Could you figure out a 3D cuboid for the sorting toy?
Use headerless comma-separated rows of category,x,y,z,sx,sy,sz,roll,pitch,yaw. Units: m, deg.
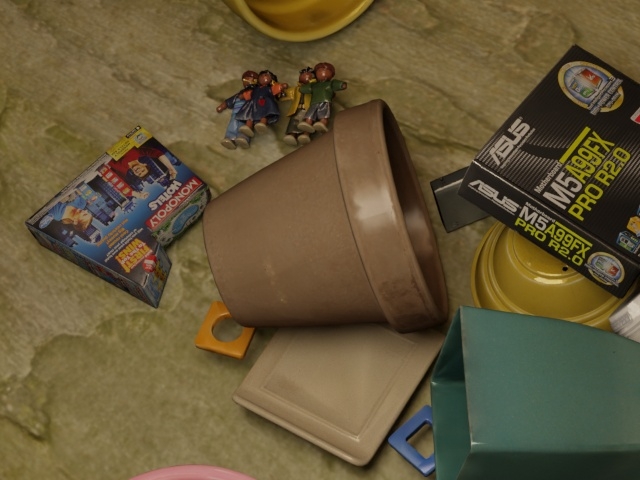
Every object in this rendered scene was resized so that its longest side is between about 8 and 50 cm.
sorting toy,0.022,0.151,1.799,0.347,0.047,0.196,25,63,23

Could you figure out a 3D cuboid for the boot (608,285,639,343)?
boot,0.437,0.057,1.733,0.258,0.095,0.123,-40,87,-23

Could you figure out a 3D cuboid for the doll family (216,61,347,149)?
doll family,-0.052,-0.177,1.992,0.193,0.076,0.111,1,66,18

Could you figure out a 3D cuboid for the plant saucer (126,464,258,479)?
plant saucer,-0.146,0.406,1.672,0.332,0.084,0.332,-6,60,11

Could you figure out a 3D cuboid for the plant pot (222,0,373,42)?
plant pot,-0.063,-0.418,2.046,0.254,0.254,0.239,-38,44,-9

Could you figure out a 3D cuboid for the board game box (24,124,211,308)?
board game box,-0.232,-0.017,1.953,0.194,0.060,0.194,-42,60,-11

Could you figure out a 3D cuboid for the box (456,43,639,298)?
box,0.309,-0.084,1.759,0.216,0.060,0.270,35,48,11

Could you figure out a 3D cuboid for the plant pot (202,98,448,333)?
plant pot,0.000,0.000,1.750,0.229,0.263,0.263,-17,58,9

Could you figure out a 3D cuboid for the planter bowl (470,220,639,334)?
planter bowl,0.272,0.019,1.784,0.217,0.090,0.217,-6,60,11

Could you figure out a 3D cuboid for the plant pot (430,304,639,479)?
plant pot,0.248,0.182,1.639,0.234,0.166,0.166,3,56,-6

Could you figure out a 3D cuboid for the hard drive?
hard drive,0.201,-0.064,1.847,0.135,0.094,0.022,-23,57,1
